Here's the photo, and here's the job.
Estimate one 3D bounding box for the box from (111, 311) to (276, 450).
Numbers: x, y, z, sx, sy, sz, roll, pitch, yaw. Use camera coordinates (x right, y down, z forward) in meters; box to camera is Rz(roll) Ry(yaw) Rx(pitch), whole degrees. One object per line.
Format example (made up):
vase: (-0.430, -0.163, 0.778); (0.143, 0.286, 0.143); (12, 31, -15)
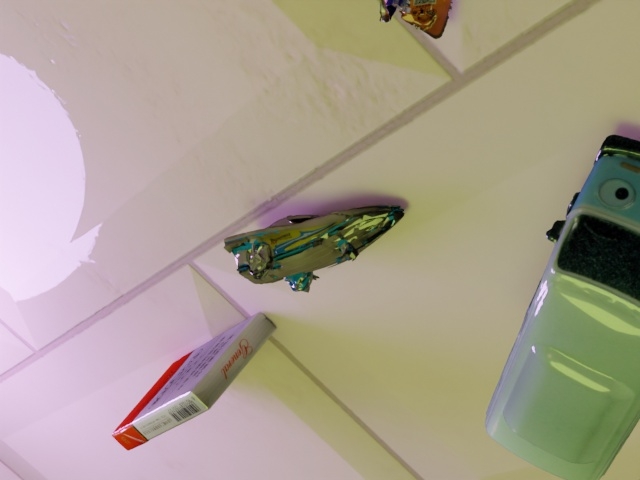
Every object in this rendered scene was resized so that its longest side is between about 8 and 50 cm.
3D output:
box: (-0.154, 0.170, 1.384); (0.035, 0.139, 0.245); (45, 143, -8)

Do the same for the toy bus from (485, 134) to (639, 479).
toy bus: (0.222, 0.068, 0.917); (0.133, 0.165, 0.271); (26, 144, 14)

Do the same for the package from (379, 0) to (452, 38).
package: (0.064, -0.201, 0.852); (0.077, 0.033, 0.111); (28, 141, 28)

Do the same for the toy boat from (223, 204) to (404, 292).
toy boat: (0.000, 0.000, 1.123); (0.210, 0.066, 0.084); (-19, 152, 40)
